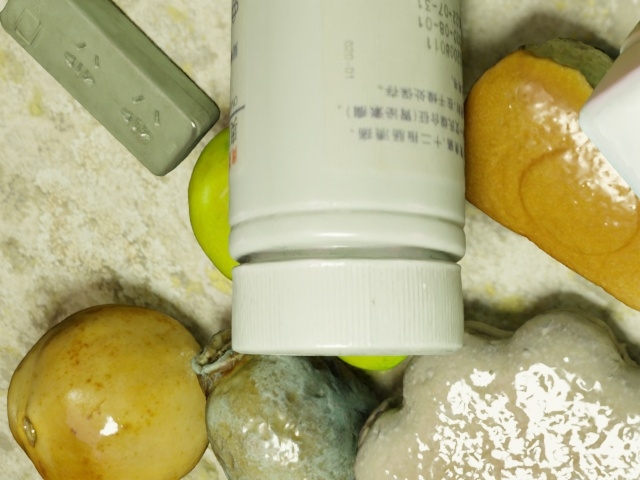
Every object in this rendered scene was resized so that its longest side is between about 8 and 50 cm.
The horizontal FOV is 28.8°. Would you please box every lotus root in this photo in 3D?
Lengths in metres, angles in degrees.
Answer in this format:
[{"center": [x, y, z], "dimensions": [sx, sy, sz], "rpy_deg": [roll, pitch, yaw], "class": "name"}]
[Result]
[{"center": [0.008, 0.235, 1.305], "dimensions": [0.175, 0.175, 0.349], "rpy_deg": [-30, 110, 39], "class": "lotus root"}]

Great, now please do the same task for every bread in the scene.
[{"center": [0.228, -0.058, 1.030], "dimensions": [0.245, 0.121, 0.174], "rpy_deg": [34, 128, 5], "class": "bread"}, {"center": [0.188, 0.159, 1.167], "dimensions": [0.337, 0.102, 0.183], "rpy_deg": [-10, 94, 17], "class": "bread"}]

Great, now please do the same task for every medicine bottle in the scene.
[{"center": [0.021, -0.068, 0.998], "dimensions": [0.190, 0.190, 0.332], "rpy_deg": [-6, 78, 32], "class": "medicine bottle"}]

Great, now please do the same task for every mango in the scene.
[{"center": [0.002, -0.008, 1.173], "dimensions": [0.273, 0.149, 0.185], "rpy_deg": [36, 121, -1], "class": "mango"}]

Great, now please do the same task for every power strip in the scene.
[{"center": [-0.231, -0.194, 1.254], "dimensions": [0.288, 0.053, 0.093], "rpy_deg": [44, 130, -1], "class": "power strip"}]

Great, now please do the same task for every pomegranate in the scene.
[{"center": [-0.228, 0.182, 1.370], "dimensions": [0.233, 0.233, 0.233], "rpy_deg": [14, 124, 22], "class": "pomegranate"}]

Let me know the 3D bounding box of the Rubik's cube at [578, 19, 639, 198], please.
[{"center": [0.409, -0.098, 0.777], "dimensions": [0.322, 0.316, 0.318], "rpy_deg": [48, 129, -5], "class": "Rubik's cube"}]
